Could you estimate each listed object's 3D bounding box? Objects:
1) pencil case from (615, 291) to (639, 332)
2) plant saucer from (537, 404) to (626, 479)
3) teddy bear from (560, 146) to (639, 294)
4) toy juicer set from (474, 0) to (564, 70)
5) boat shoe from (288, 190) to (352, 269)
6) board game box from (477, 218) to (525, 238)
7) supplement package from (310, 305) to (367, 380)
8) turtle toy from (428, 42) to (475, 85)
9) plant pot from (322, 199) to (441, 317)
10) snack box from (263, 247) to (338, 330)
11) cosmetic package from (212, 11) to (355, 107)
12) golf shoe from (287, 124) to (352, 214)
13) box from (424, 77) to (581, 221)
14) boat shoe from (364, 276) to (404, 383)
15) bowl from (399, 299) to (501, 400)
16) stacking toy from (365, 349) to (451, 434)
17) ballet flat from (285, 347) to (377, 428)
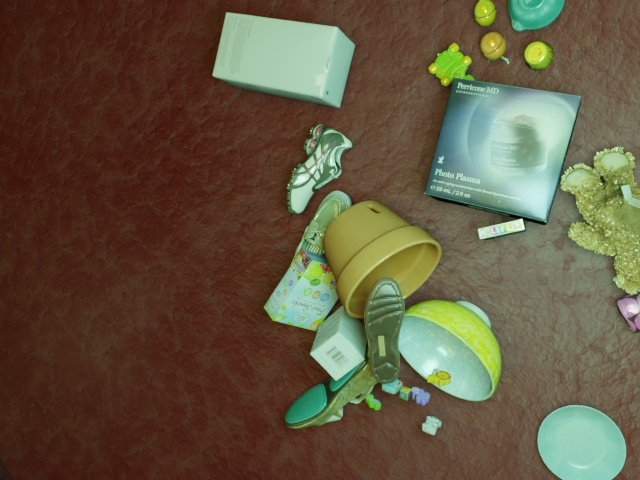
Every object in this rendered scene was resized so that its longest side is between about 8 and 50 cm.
[{"bbox_3d":[0.796,0.142,1.243,0.209,0.095,0.098,-24,112,22],"label":"pencil case"},{"bbox_3d":[0.635,0.496,1.333,0.194,0.037,0.195,0,90,23],"label":"plant saucer"},{"bbox_3d":[0.697,-0.048,1.263,0.245,0.113,0.338,-43,83,-7],"label":"teddy bear"},{"bbox_3d":[0.500,-0.604,1.365,0.209,0.089,0.329,14,106,28],"label":"toy juicer set"},{"bbox_3d":[0.000,0.000,1.563,0.109,0.094,0.303,26,100,20],"label":"boat shoe"},{"bbox_3d":[0.451,-0.026,1.346,0.103,0.154,0.026,-13,84,21],"label":"board game box"},{"bbox_3d":[0.054,0.274,1.483,0.105,0.179,0.105,-42,97,17],"label":"supplement package"},{"bbox_3d":[0.353,-0.445,1.434,0.095,0.066,0.130,-43,75,16],"label":"turtle toy"},{"bbox_3d":[0.139,0.035,1.426,0.291,0.290,0.203,-46,57,16],"label":"plant pot"},{"bbox_3d":[-0.031,0.143,1.530,0.207,0.174,0.070,-56,43,14],"label":"snack box"},{"bbox_3d":[-0.108,-0.521,1.576,0.365,0.155,0.197,18,97,21],"label":"cosmetic package"},{"bbox_3d":[-0.011,-0.192,1.567,0.120,0.105,0.273,25,100,13],"label":"golf shoe"},{"bbox_3d":[0.442,-0.216,1.338,0.296,0.182,0.294,15,94,21],"label":"box"},{"bbox_3d":[0.152,0.211,1.330,0.095,0.095,0.258,4,98,5],"label":"boat shoe"},{"bbox_3d":[0.340,0.244,1.372,0.289,0.290,0.156,36,61,18],"label":"bowl"},{"bbox_3d":[0.219,0.384,1.407,0.221,0.052,0.167,16,116,28],"label":"stacking toy"},{"bbox_3d":[0.048,0.442,1.542,0.348,0.123,0.123,-45,74,18],"label":"ballet flat"}]
